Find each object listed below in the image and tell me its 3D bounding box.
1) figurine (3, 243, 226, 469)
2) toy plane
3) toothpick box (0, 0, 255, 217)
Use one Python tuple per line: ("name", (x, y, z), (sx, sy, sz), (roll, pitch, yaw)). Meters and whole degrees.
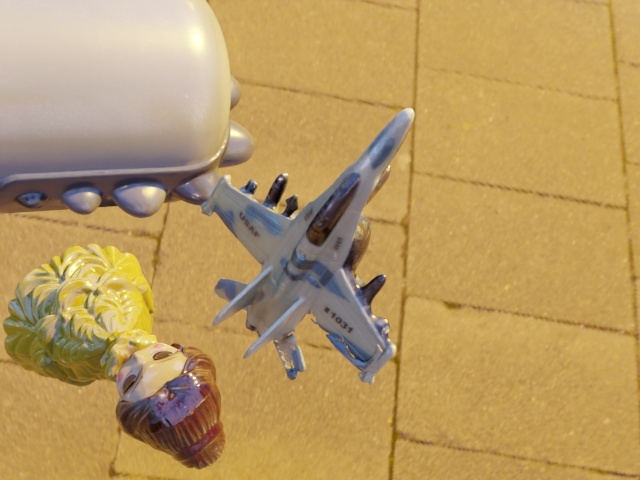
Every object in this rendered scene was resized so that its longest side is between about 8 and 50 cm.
("figurine", (-0.218, 0.130, 1.043), (0.187, 0.168, 0.315), (-13, 24, -33))
("toy plane", (0.006, -0.004, 0.662), (0.192, 0.262, 0.088), (47, 35, 11))
("toothpick box", (-0.210, -0.118, 0.775), (0.316, 0.229, 0.229), (-3, 61, -28))
